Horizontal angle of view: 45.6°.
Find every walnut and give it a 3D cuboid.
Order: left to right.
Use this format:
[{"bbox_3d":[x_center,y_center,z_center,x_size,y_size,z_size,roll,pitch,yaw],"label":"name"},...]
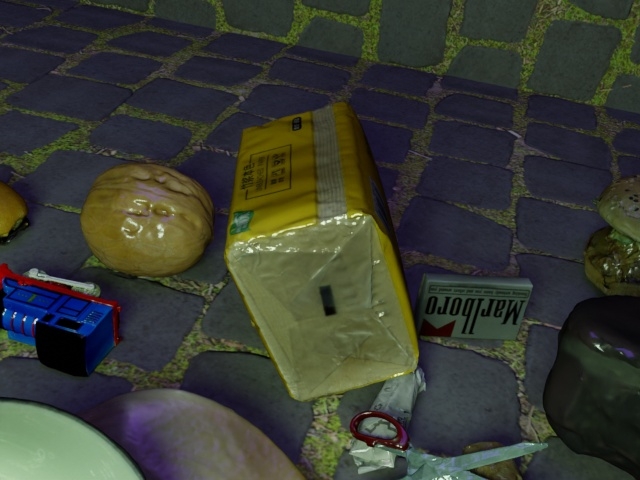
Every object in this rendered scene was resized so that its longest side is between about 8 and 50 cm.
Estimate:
[{"bbox_3d":[-0.287,-0.032,1.284,0.221,0.195,0.195,12,31,-8],"label":"walnut"}]

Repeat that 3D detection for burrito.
[{"bbox_3d":[0.099,0.238,1.051,0.064,0.064,0.203,18,34,15],"label":"burrito"}]

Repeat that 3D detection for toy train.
[{"bbox_3d":[-0.398,0.111,1.114,0.204,0.083,0.131,14,34,10],"label":"toy train"}]

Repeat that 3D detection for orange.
[{"bbox_3d":[-0.594,-0.056,1.322,0.170,0.112,0.160,-5,32,-43],"label":"orange"}]

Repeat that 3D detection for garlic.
[{"bbox_3d":[-0.144,0.267,0.894,0.318,0.112,0.143,20,55,7],"label":"garlic"}]

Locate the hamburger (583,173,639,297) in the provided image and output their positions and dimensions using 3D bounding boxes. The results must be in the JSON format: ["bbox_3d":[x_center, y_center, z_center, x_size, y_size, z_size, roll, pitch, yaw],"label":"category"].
[{"bbox_3d":[0.646,0.004,1.437,0.276,0.195,0.318,7,29,-6],"label":"hamburger"}]

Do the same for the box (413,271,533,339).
[{"bbox_3d":[0.246,0.108,1.242,0.177,0.115,0.036,4,33,-8],"label":"box"}]

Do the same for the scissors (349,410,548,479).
[{"bbox_3d":[0.150,0.279,0.928,0.247,0.017,0.144,-2,53,15],"label":"scissors"}]

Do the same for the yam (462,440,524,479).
[{"bbox_3d":[0.264,0.370,0.859,0.081,0.081,0.357,-3,34,-18],"label":"yam"}]

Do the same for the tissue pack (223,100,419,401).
[{"bbox_3d":[0.000,0.000,1.159,0.228,0.293,0.382,-16,31,9],"label":"tissue pack"}]

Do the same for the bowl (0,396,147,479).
[{"bbox_3d":[-0.305,0.323,0.630,0.185,0.354,0.354,-25,12,35],"label":"bowl"}]

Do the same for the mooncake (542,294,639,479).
[{"bbox_3d":[0.502,0.238,0.999,0.350,0.212,0.381,-1,29,-24],"label":"mooncake"}]
